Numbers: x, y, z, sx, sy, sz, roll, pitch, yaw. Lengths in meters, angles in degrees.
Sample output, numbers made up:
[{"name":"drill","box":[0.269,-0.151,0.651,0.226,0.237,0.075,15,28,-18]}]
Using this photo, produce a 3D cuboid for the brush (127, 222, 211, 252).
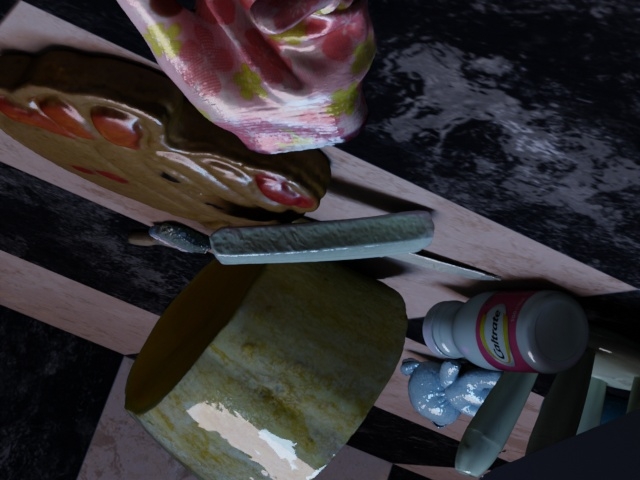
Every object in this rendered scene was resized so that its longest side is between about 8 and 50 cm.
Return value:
[{"name":"brush","box":[-0.209,-0.003,2.148,0.070,0.021,0.196,26,168,-29]}]

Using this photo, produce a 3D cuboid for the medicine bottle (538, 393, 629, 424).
[{"name":"medicine bottle","box":[0.405,0.249,2.134,0.258,0.079,0.124,11,168,35]}]

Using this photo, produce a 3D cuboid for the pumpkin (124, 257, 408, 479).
[{"name":"pumpkin","box":[-0.076,0.129,1.904,0.199,0.332,0.332,40,159,-24]}]

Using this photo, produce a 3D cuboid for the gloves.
[{"name":"gloves","box":[-0.050,-0.165,1.066,0.145,0.126,0.241,16,139,38]}]

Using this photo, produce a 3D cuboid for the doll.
[{"name":"doll","box":[0.201,0.204,2.307,0.180,0.075,0.120,-17,107,37]}]

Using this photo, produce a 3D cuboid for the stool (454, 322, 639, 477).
[{"name":"stool","box":[0.290,0.208,1.884,0.195,0.198,0.195,25,168,-25]}]

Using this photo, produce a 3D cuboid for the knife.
[{"name":"knife","box":[0.054,0.005,1.795,0.298,0.017,0.047,18,161,9]}]

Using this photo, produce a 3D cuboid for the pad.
[{"name":"pad","box":[0.342,0.263,1.770,0.063,0.375,0.315,-114,5,-48]}]

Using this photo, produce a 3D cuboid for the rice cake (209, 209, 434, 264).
[{"name":"rice cake","box":[0.001,0.000,1.636,0.222,0.042,0.080,-5,171,-2]}]

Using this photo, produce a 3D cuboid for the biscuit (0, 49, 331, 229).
[{"name":"biscuit","box":[-0.163,-0.090,1.642,0.381,0.074,0.359,14,168,37]}]

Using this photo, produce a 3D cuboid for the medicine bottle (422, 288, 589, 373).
[{"name":"medicine bottle","box":[0.198,0.100,1.806,0.090,0.090,0.217,26,165,-26]}]
